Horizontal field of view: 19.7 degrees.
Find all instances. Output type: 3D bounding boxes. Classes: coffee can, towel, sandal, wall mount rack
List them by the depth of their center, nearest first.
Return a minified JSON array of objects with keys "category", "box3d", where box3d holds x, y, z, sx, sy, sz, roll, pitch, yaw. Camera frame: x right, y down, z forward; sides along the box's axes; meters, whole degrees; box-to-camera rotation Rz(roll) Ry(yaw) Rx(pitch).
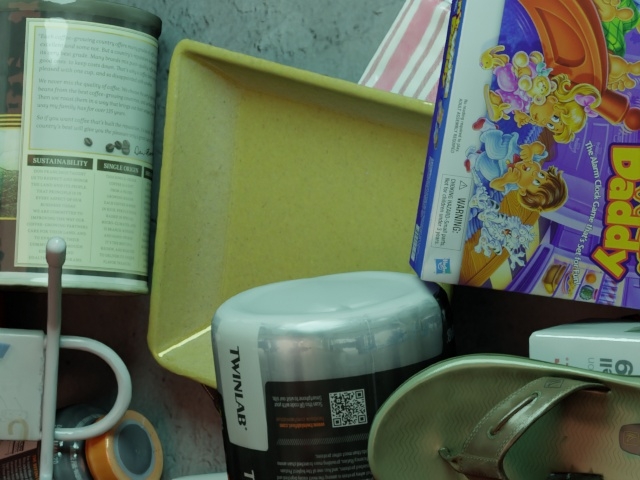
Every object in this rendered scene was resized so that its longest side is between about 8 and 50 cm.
[{"category":"sandal","box3d":[0.174,0.150,1.396,0.303,0.086,0.120,-3,99,23]},{"category":"towel","box3d":[0.124,-0.131,1.683,0.197,0.029,0.144,40,112,25]},{"category":"wall mount rack","box3d":[-0.348,0.110,1.711,0.350,0.130,0.304,3,112,-6]},{"category":"coffee can","box3d":[-0.262,-0.087,1.812,0.202,0.201,0.275,-1,85,33]}]

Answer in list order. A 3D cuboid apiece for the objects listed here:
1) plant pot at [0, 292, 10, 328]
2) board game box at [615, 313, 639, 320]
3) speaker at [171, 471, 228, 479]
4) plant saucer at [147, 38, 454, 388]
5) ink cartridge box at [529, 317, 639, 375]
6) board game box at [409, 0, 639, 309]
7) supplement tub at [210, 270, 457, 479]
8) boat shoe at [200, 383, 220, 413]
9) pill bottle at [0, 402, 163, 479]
[{"category":"plant pot","box3d":[-0.447,0.028,1.938,0.272,0.272,0.265,-5,82,33]},{"category":"board game box","box3d":[0.266,0.263,1.603,0.208,0.056,0.347,39,112,30]},{"category":"speaker","box3d":[-0.087,0.256,1.824,0.136,0.055,0.055,-10,87,33]},{"category":"plant saucer","box3d":[0.000,0.000,1.719,0.333,0.081,0.332,18,111,32]},{"category":"ink cartridge box","box3d":[0.317,0.176,1.464,0.289,0.121,0.211,1,94,33]},{"category":"board game box","box3d":[0.218,-0.126,1.519,0.233,0.078,0.347,8,99,-6]},{"category":"supplement tub","box3d":[0.025,0.208,1.575,0.207,0.207,0.338,0,101,33]},{"category":"boat shoe","box3d":[-0.075,0.160,1.814,0.152,0.049,0.056,41,113,25]},{"category":"pill bottle","box3d":[-0.280,0.244,1.903,0.246,0.130,0.130,-19,82,32]}]
